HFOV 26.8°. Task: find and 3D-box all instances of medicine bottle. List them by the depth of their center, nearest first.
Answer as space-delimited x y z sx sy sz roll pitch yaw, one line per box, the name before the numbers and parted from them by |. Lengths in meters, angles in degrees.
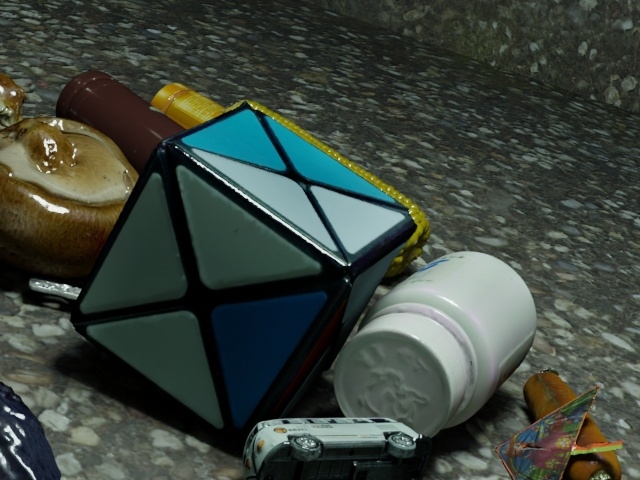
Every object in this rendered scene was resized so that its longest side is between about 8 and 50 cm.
medicine bottle | 0.133 0.123 1.539 0.170 0.170 0.293 24 22 16
medicine bottle | -0.177 -0.169 2.117 0.192 0.096 0.096 31 25 33

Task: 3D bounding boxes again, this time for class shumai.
shumai | -0.472 -0.184 1.890 0.145 0.116 0.145 14 23 -6

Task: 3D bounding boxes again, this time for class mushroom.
mushroom | -0.324 -0.051 1.616 0.253 0.153 0.253 19 33 -12

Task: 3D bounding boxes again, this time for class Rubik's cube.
Rubik's cube | -0.078 0.031 1.442 0.246 0.250 0.248 34 21 8

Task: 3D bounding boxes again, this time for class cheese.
cheese | -0.256 0.068 1.550 0.162 0.036 0.086 13 20 -14

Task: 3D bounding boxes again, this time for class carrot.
carrot | 0.292 0.226 1.554 0.067 0.067 0.225 13 21 -13

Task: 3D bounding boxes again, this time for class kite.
kite | 0.262 0.231 1.486 0.159 0.010 0.190 -7 41 43

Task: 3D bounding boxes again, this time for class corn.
corn | -0.006 -0.075 1.922 0.344 0.131 0.131 34 25 14

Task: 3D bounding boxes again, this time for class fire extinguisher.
fire extinguisher | -0.242 -0.134 1.944 0.135 0.114 0.337 -17 39 -36

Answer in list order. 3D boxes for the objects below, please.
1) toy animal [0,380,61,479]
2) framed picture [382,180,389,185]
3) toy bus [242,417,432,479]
toy animal | -0.303 0.187 1.103 0.298 0.122 0.185 29 24 24
framed picture | 0.014 -0.066 2.090 0.208 0.019 0.281 19 23 -5
toy bus | 0.009 0.219 1.328 0.193 0.087 0.089 3 18 -32
